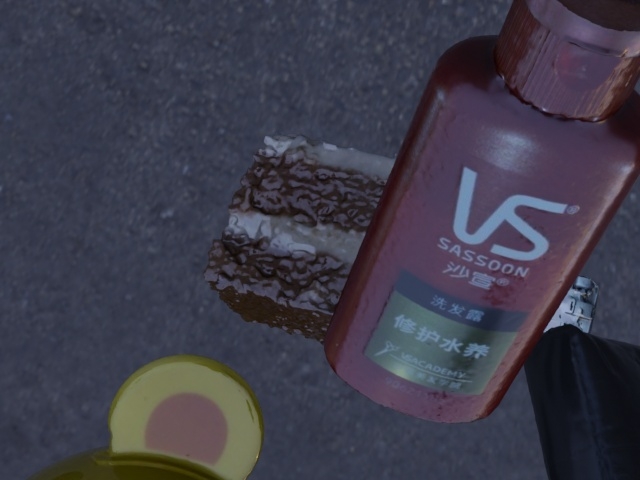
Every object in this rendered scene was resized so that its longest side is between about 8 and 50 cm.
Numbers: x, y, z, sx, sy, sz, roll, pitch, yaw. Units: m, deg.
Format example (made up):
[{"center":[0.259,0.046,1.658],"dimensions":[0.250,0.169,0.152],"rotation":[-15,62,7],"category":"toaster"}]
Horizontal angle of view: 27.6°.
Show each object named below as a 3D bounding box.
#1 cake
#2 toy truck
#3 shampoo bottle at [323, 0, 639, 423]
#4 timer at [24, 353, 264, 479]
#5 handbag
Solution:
[{"center":[0.000,0.000,1.044],"dimensions":[0.135,0.147,0.134],"rotation":[16,167,16],"category":"cake"},{"center":[0.288,0.079,1.897],"dimensions":[0.135,0.114,0.270],"rotation":[11,176,45],"category":"toy truck"},{"center":[0.092,-0.017,0.697],"dimensions":[0.118,0.076,0.314],"rotation":[23,138,2],"category":"shampoo bottle"},{"center":[-0.147,0.335,1.227],"dimensions":[0.387,0.376,0.376],"rotation":[-37,116,5],"category":"timer"},{"center":[0.291,0.196,1.124],"dimensions":[0.223,0.246,0.080],"rotation":[12,147,-36],"category":"handbag"}]
